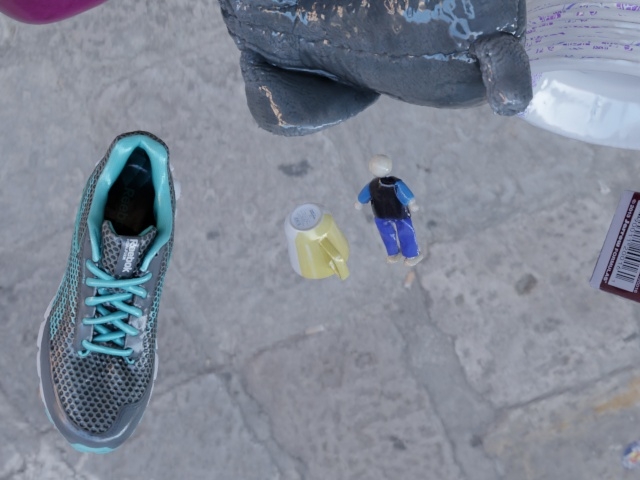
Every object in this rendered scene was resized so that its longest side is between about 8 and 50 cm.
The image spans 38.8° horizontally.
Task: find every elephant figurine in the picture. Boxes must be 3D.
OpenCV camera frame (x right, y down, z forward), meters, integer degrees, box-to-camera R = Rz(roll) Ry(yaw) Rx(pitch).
[{"bbox_3d":[0.005,-0.147,0.584,0.239,0.186,0.169,-1,88,8],"label":"elephant figurine"}]

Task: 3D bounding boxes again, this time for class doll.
[{"bbox_3d":[0.110,-0.051,1.469,0.046,0.129,0.189,-39,125,-38],"label":"doll"}]

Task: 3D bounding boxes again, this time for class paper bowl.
[{"bbox_3d":[0.360,-0.219,1.087,0.284,0.284,0.148,16,81,-20],"label":"paper bowl"}]

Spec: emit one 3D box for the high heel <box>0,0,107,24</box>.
[{"bbox_3d":[-0.115,-0.297,0.773,0.377,0.181,0.127,-35,104,3],"label":"high heel"}]

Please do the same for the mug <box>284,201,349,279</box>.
[{"bbox_3d":[-0.001,-0.003,0.894,0.078,0.062,0.064,13,150,23],"label":"mug"}]

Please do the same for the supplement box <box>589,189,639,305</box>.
[{"bbox_3d":[0.286,0.036,0.520,0.130,0.239,0.073,19,93,-25],"label":"supplement box"}]

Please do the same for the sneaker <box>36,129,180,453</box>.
[{"bbox_3d":[-0.104,0.019,0.451,0.065,0.167,0.076,7,163,-13],"label":"sneaker"}]
